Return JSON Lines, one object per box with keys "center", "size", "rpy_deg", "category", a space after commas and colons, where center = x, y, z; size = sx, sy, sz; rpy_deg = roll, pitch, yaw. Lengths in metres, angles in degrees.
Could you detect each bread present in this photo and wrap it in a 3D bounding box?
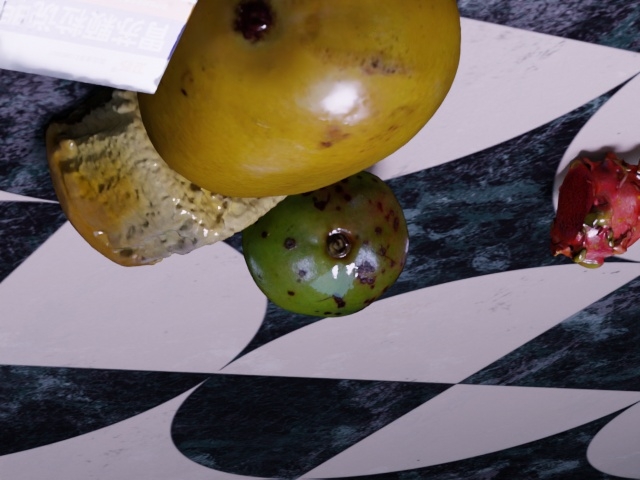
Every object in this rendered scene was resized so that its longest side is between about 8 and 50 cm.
{"center": [-0.184, -0.055, 1.992], "size": [0.262, 0.163, 0.204], "rpy_deg": [27, 149, -36], "category": "bread"}

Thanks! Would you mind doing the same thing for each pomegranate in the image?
{"center": [0.000, 0.000, 2.209], "size": [0.202, 0.202, 0.248], "rpy_deg": [-7, -173, -12], "category": "pomegranate"}

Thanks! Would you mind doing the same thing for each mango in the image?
{"center": [-0.028, -0.160, 1.740], "size": [0.300, 0.232, 0.446], "rpy_deg": [-12, 169, -12], "category": "mango"}

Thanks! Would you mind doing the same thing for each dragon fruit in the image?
{"center": [0.380, -0.050, 2.323], "size": [0.207, 0.150, 0.133], "rpy_deg": [-31, -154, -15], "category": "dragon fruit"}

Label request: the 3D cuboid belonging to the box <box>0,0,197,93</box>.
{"center": [-0.174, -0.274, 1.400], "size": [0.200, 0.106, 0.299], "rpy_deg": [7, 126, -35], "category": "box"}
